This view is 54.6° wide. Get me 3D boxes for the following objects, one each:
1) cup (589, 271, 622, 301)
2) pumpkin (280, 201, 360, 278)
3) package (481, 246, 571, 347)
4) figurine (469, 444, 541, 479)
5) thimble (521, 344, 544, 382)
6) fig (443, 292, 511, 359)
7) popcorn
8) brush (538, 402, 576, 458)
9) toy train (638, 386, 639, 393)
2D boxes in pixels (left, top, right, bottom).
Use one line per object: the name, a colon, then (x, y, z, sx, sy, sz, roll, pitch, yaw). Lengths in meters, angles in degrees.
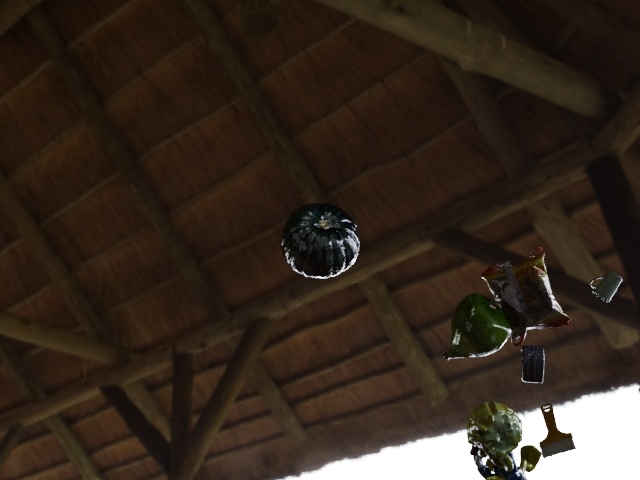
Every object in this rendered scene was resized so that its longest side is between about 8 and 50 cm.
cup: (0.900, 0.142, 1.960, 0.054, 0.075, 0.083, 33, -89, -31)
pumpkin: (0.000, 0.000, 1.667, 0.220, 0.221, 0.162, -2, -35, -10)
package: (0.693, 0.190, 2.083, 0.223, 0.288, 0.108, -26, -8, 18)
figurine: (0.639, 0.794, 2.129, 0.204, 0.338, 0.284, -32, -81, 19)
thimble: (0.618, 0.360, 1.813, 0.066, 0.095, 0.104, 2, -63, 16)
fig: (0.504, 0.312, 2.064, 0.203, 0.203, 0.235, 17, -60, -35)
popcorn: (0.571, 0.634, 2.012, 0.197, 0.213, 0.198, 4, -32, 3)
brush: (0.721, 0.580, 1.931, 0.103, 0.013, 0.272, -24, 10, 18)
toy train: (1.133, 0.540, 1.928, 0.238, 0.299, 0.167, 40, -76, -7)
